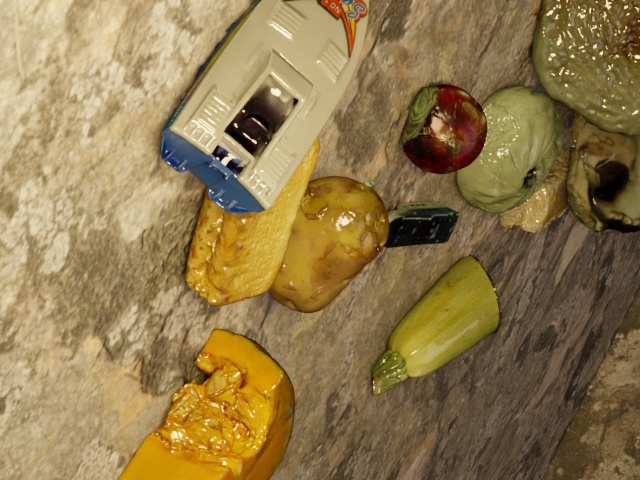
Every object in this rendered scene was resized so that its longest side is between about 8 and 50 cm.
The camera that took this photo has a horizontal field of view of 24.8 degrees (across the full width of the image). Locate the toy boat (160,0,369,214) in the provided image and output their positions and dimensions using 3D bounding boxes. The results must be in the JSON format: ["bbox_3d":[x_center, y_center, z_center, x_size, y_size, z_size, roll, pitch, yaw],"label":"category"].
[{"bbox_3d":[-0.033,-0.173,1.427,0.088,0.129,0.295,-19,-145,59],"label":"toy boat"}]

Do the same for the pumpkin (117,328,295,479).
[{"bbox_3d":[-0.121,0.239,1.682,0.248,0.131,0.126,-54,156,-16],"label":"pumpkin"}]

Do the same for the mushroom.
[{"bbox_3d":[0.479,-0.169,2.453,0.247,0.130,0.344,12,74,-42],"label":"mushroom"}]

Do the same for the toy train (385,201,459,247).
[{"bbox_3d":[0.121,-0.023,2.024,0.234,0.051,0.052,-5,119,-61],"label":"toy train"}]

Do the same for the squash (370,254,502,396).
[{"bbox_3d":[0.183,0.143,2.247,0.287,0.137,0.137,-39,147,-42],"label":"squash"}]

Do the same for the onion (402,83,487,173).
[{"bbox_3d":[0.165,-0.142,1.901,0.117,0.118,0.118,-56,162,25],"label":"onion"}]

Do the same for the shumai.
[{"bbox_3d":[0.464,-0.332,2.278,0.263,0.304,0.309,-94,169,-68],"label":"shumai"}]

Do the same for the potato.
[{"bbox_3d":[0.000,0.000,1.696,0.176,0.137,0.137,-47,162,17],"label":"potato"}]

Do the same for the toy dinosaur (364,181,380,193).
[{"bbox_3d":[0.053,-0.044,1.891,0.083,0.021,0.062,-48,166,-35],"label":"toy dinosaur"}]

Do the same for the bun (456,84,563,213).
[{"bbox_3d":[0.294,-0.132,2.203,0.221,0.108,0.221,-48,153,-34],"label":"bun"}]

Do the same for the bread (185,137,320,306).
[{"bbox_3d":[-0.077,-0.034,1.535,0.114,0.083,0.211,-14,127,-55],"label":"bread"}]

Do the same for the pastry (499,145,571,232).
[{"bbox_3d":[0.381,-0.088,2.482,0.258,0.089,0.121,-24,123,-61],"label":"pastry"}]
